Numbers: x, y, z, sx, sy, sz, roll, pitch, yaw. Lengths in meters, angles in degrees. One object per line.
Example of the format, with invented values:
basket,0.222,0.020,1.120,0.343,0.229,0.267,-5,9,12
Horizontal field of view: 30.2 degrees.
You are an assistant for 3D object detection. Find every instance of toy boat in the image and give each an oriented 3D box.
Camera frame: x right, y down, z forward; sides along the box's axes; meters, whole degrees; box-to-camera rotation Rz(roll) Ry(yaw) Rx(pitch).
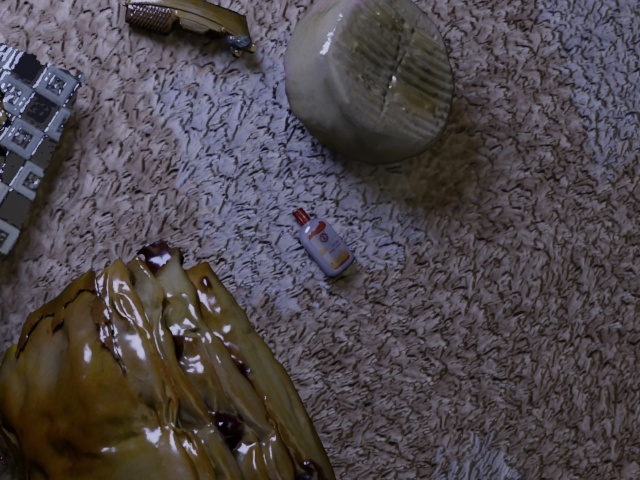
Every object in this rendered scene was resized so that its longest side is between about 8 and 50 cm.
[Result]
toy boat,-0.136,-0.231,1.257,0.149,0.047,0.049,16,90,-17

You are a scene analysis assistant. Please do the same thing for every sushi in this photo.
sushi,-0.331,-0.100,1.165,0.139,0.031,0.201,23,77,-10

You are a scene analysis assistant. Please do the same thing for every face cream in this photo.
face cream,0.000,0.000,1.292,0.040,0.021,0.083,-43,98,-23

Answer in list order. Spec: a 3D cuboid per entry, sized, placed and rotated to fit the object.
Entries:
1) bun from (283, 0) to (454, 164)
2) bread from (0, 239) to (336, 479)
bun,0.050,-0.175,1.285,0.193,0.128,0.179,32,72,-27
bread,-0.157,0.192,1.027,0.325,0.277,0.167,59,28,10
